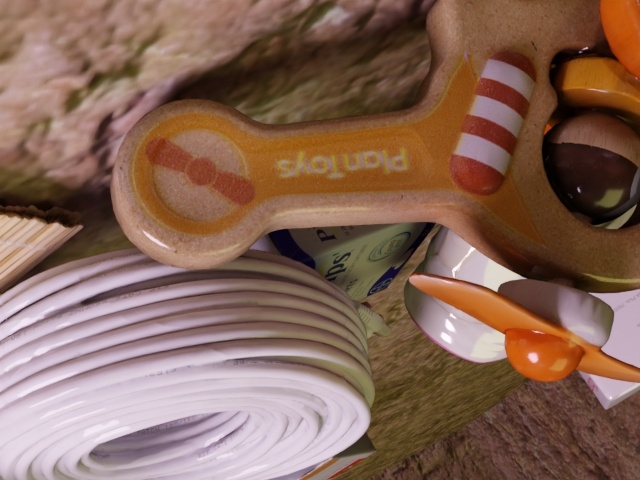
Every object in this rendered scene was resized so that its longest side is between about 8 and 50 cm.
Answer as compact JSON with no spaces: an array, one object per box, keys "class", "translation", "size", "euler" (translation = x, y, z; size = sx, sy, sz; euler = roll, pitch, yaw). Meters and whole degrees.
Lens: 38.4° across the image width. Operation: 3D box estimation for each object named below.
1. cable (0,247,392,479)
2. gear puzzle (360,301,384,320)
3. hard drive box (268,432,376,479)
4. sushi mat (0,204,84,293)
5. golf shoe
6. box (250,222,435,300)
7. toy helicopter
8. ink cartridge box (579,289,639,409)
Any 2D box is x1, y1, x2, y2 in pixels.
[{"class":"cable","translation":[-0.095,0.094,0.565],"size":[0.257,0.089,0.257],"euler":[-22,152,14]},{"class":"gear puzzle","translation":[-0.085,0.095,0.818],"size":[0.175,0.044,0.339],"euler":[-37,158,21]},{"class":"hard drive box","translation":[-0.036,0.342,1.438],"size":[0.181,0.089,0.232],"euler":[-35,162,11]},{"class":"sushi mat","translation":[-0.277,0.073,0.479],"size":[0.316,0.019,0.151],"euler":[-37,162,17]},{"class":"golf shoe","translation":[0.196,-0.030,0.664],"size":[0.306,0.115,0.140],"euler":[-31,147,-30]},{"class":"box","translation":[0.000,0.000,0.650],"size":[0.137,0.072,0.126],"euler":[-20,158,-30]},{"class":"toy helicopter","translation":[0.071,-0.024,0.489],"size":[0.355,0.235,0.140],"euler":[-6,174,-15]},{"class":"ink cartridge box","translation":[0.287,0.024,0.910],"size":[0.168,0.233,0.171],"euler":[-34,161,7]}]
